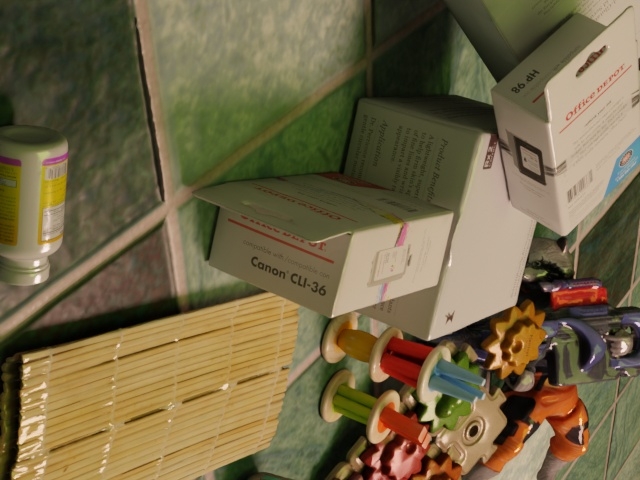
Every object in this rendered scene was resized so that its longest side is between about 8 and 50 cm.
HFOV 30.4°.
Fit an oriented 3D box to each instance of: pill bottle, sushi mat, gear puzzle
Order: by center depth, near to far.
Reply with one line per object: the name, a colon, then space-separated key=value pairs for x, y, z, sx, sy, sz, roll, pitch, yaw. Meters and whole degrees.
pill bottle: x=-0.164 y=-0.019 z=0.651 sx=0.043 sy=0.043 sz=0.083 roll=-22 pitch=127 yaw=-53
sushi mat: x=-0.113 y=0.120 z=0.850 sx=0.316 sy=0.019 sz=0.151 roll=-11 pitch=116 yaw=-58
gear puzzle: x=0.128 y=0.202 z=1.182 sx=0.339 sy=0.044 sz=0.175 roll=-48 pitch=130 yaw=-14

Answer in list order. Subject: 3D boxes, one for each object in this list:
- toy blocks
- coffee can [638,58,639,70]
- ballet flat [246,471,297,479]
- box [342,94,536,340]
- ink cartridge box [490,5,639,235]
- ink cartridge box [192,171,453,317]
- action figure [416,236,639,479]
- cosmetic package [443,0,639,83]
toy blocks: x=0.075 y=0.137 z=1.048 sx=0.054 sy=0.148 sz=0.123 roll=-36 pitch=136 yaw=-45
coffee can: x=0.456 y=-0.248 z=1.228 sx=0.201 sy=0.275 sz=0.201 roll=-39 pitch=139 yaw=-43
ballet flat: x=-0.018 y=0.297 z=1.018 sx=0.072 sy=0.068 sz=0.213 roll=-42 pitch=125 yaw=-51
box: x=0.106 y=-0.028 z=1.029 sx=0.182 sy=0.119 sz=0.180 roll=-12 pitch=118 yaw=-57
ink cartridge box: x=0.195 y=-0.101 z=0.922 sx=0.104 sy=0.060 sz=0.180 roll=-42 pitch=143 yaw=-16
ink cartridge box: x=0.000 y=0.000 z=0.869 sx=0.198 sy=0.115 sz=0.067 roll=-10 pitch=117 yaw=-56
action figure: x=0.214 y=0.150 z=1.351 sx=0.341 sy=0.178 sz=0.330 roll=7 pitch=97 yaw=-30
cosmetic package: x=0.250 y=-0.303 z=0.917 sx=0.377 sy=0.097 sz=0.284 roll=-45 pitch=140 yaw=2
